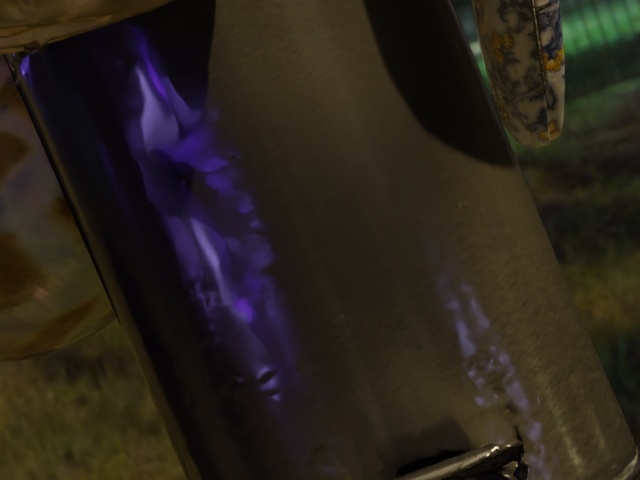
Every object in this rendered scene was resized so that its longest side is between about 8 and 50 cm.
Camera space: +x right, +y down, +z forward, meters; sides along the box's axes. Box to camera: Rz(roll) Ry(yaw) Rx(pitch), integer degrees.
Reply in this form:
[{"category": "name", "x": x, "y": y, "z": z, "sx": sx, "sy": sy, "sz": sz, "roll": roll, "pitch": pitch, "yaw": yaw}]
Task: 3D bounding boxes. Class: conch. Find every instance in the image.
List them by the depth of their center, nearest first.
[{"category": "conch", "x": -0.182, "y": -0.029, "z": 0.968, "sx": 0.249, "sy": 0.197, "sz": 0.368, "roll": -23, "pitch": -2, "yaw": -8}]

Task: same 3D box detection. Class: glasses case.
[{"category": "glasses case", "x": 0.164, "y": -0.194, "z": 1.288, "sx": 0.065, "sy": 0.248, "sz": 0.087, "roll": -19, "pitch": 34, "yaw": -6}]

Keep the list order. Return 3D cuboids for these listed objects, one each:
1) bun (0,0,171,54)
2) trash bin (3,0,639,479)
[{"category": "bun", "x": -0.074, "y": -0.133, "z": 0.508, "sx": 0.210, "sy": 0.116, "sz": 0.237, "roll": -32, "pitch": 9, "yaw": -14}, {"category": "trash bin", "x": 0.000, "y": 0.000, "z": 0.705, "sx": 0.203, "sy": 0.302, "sz": 0.252, "roll": -23, "pitch": -3, "yaw": -2}]
